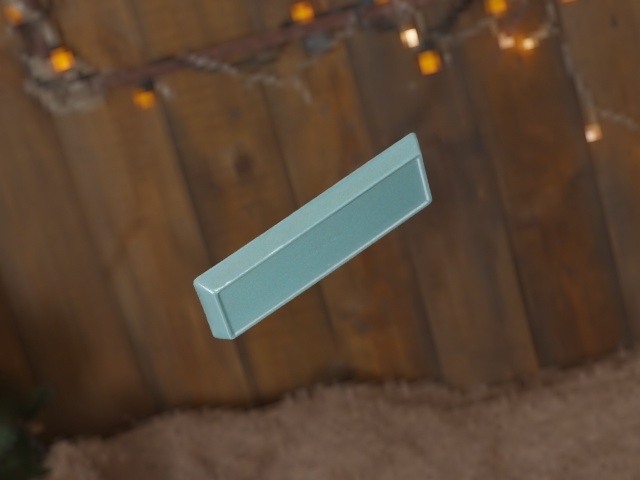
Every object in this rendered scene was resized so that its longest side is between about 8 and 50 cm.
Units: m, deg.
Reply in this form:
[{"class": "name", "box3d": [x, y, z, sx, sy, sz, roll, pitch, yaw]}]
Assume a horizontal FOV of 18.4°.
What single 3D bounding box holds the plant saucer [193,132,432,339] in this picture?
[{"class": "plant saucer", "box3d": [0.000, 0.000, 1.379, 0.192, 0.067, 0.018, -35, 51, -15]}]
